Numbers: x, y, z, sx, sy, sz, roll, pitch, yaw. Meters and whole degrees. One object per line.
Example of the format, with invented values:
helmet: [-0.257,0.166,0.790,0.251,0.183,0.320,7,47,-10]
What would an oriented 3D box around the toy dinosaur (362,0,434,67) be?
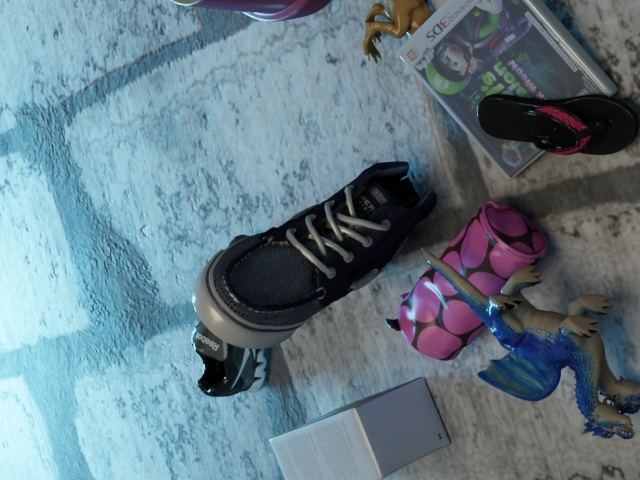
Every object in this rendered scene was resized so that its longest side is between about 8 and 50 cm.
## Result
toy dinosaur: [0.090,-0.261,1.657,0.112,0.064,0.211,-32,93,32]

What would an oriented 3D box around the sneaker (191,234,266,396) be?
sneaker: [-0.119,0.109,1.948,0.078,0.106,0.234,24,120,37]

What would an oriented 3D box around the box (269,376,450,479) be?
box: [0.047,0.245,1.812,0.170,0.130,0.091,-27,83,46]

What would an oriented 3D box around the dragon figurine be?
dragon figurine: [0.220,0.112,1.561,0.289,0.085,0.144,19,127,14]

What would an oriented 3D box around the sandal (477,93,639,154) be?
sandal: [0.240,-0.115,1.526,0.179,0.040,0.067,6,124,30]

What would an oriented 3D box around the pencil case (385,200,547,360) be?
pencil case: [0.164,0.043,1.660,0.209,0.095,0.098,-51,47,39]

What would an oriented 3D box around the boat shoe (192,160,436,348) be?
boat shoe: [0.000,0.000,1.639,0.127,0.340,0.158,46,122,9]

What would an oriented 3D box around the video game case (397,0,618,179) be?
video game case: [0.193,-0.180,1.567,0.190,0.022,0.173,49,134,1]

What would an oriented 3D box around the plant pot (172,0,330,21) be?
plant pot: [-0.096,-0.347,1.718,0.201,0.180,0.201,18,116,41]

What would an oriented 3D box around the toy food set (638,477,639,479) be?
toy food set: [0.382,0.097,1.390,0.219,0.092,0.306,3,95,58]
